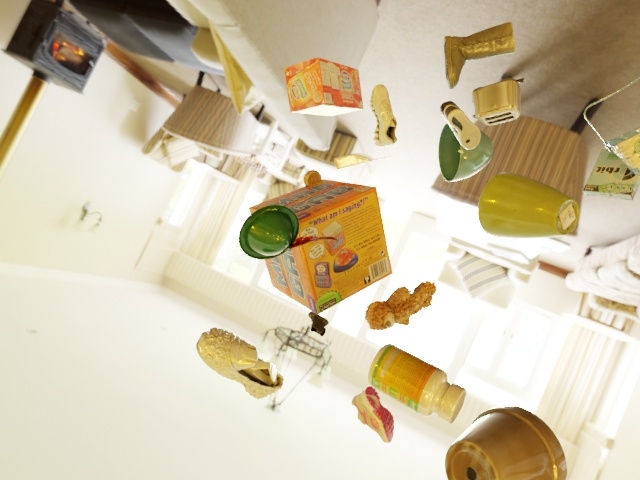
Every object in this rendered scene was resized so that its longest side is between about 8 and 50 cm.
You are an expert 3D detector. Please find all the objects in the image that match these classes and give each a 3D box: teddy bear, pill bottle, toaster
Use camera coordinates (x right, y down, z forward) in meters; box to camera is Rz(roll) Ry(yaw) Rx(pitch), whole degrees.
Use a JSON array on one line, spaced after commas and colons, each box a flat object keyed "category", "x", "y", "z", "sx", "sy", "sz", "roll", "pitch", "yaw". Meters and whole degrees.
[{"category": "teddy bear", "x": 0.351, "y": 0.281, "z": 1.836, "sx": 0.338, "sy": 0.245, "sz": 0.113, "roll": -8, "pitch": -130, "yaw": -34}, {"category": "pill bottle", "x": 0.268, "y": 0.398, "z": 1.218, "sx": 0.246, "sy": 0.136, "sz": 0.136, "roll": 22, "pitch": 176, "yaw": 33}, {"category": "toaster", "x": 0.767, "y": -0.592, "z": 1.884, "sx": 0.227, "sy": 0.146, "sz": 0.129, "roll": -7, "pitch": 166, "yaw": 38}]

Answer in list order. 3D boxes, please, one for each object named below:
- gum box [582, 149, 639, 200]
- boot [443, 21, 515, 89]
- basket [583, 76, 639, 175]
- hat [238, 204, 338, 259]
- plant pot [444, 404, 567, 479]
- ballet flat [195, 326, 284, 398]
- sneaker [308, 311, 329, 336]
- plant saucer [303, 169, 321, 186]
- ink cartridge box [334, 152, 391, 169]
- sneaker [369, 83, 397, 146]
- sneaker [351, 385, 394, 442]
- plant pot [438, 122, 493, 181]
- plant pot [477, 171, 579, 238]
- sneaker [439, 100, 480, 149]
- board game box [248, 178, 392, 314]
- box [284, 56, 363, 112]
[{"category": "gum box", "x": 1.071, "y": -0.240, "z": 1.587, "sx": 0.041, "sy": 0.184, "sz": 0.157, "roll": 34, "pitch": 171, "yaw": -38}, {"category": "boot", "x": 0.503, "y": -0.584, "z": 1.389, "sx": 0.209, "sy": 0.189, "sz": 0.076, "roll": -2, "pitch": -179, "yaw": 9}, {"category": "basket", "x": 1.049, "y": -0.377, "z": 1.416, "sx": 0.201, "sy": 0.255, "sz": 0.288, "roll": -9, "pitch": -111, "yaw": -59}, {"category": "hat", "x": -0.104, "y": 0.017, "z": 1.158, "sx": 0.173, "sy": 0.208, "sz": 0.183, "roll": 13, "pitch": -153, "yaw": -33}, {"category": "plant pot", "x": 0.556, "y": 0.712, "z": 1.399, "sx": 0.281, "sy": 0.322, "sz": 0.323, "roll": 5, "pitch": -171, "yaw": -36}, {"category": "ballet flat", "x": -0.238, "y": 0.399, "z": 1.441, "sx": 0.147, "sy": 0.147, "sz": 0.408, "roll": 21, "pitch": 156, "yaw": 38}, {"category": "sneaker", "x": -0.025, "y": 0.410, "z": 2.163, "sx": 0.170, "sy": 0.089, "sz": 0.051, "roll": 17, "pitch": 137, "yaw": 45}, {"category": "plant saucer", "x": -0.030, "y": -0.253, "z": 1.831, "sx": 0.084, "sy": 0.083, "sz": 0.015, "roll": 26, "pitch": -178, "yaw": -30}, {"category": "ink cartridge box", "x": 0.188, "y": -0.363, "z": 1.907, "sx": 0.233, "sy": 0.066, "sz": 0.189, "roll": -15, "pitch": -171, "yaw": 13}, {"category": "sneaker", "x": 0.310, "y": -0.588, "z": 2.069, "sx": 0.110, "sy": 0.291, "sz": 0.118, "roll": -17, "pitch": -161, "yaw": -23}, {"category": "sneaker", "x": 0.217, "y": 0.727, "z": 1.822, "sx": 0.252, "sy": 0.111, "sz": 0.103, "roll": 62, "pitch": -147, "yaw": -2}, {"category": "plant pot", "x": 0.724, "y": -0.441, "z": 2.158, "sx": 0.196, "sy": 0.289, "sz": 0.290, "roll": -4, "pitch": 179, "yaw": -5}, {"category": "plant pot", "x": 0.821, "y": -0.118, "z": 1.700, "sx": 0.275, "sy": 0.274, "sz": 0.294, "roll": 26, "pitch": 179, "yaw": -30}, {"category": "sneaker", "x": 0.513, "y": -0.437, "z": 1.617, "sx": 0.217, "sy": 0.079, "sz": 0.121, "roll": 36, "pitch": -153, "yaw": -44}, {"category": "board game box", "x": 0.000, "y": 0.000, "z": 1.671, "sx": 0.357, "sy": 0.355, "sz": 0.356, "roll": -25, "pitch": -156, "yaw": -26}, {"category": "box", "x": 0.020, "y": -0.532, "z": 1.546, "sx": 0.142, "sy": 0.153, "sz": 0.300, "roll": -2, "pitch": -169, "yaw": 31}]
